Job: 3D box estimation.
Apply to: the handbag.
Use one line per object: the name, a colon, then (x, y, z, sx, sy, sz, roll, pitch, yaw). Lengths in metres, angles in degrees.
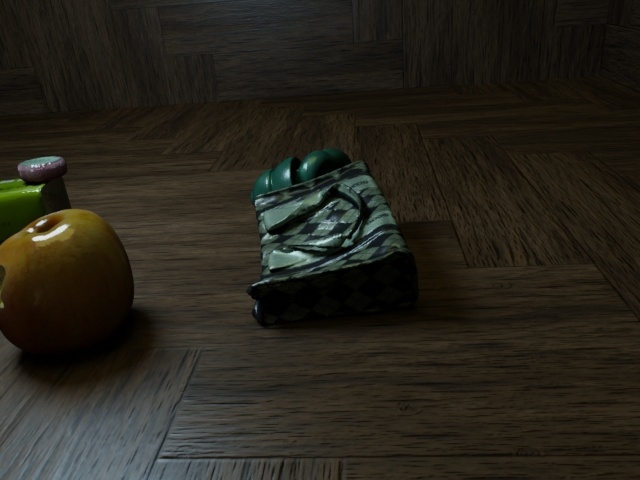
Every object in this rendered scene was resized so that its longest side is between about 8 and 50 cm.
handbag: (0.000, 0.000, 1.157, 0.317, 0.180, 0.416, -14, 31, 0)

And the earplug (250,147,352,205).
earplug: (-0.049, -0.153, 1.481, 0.280, 0.163, 0.257, -14, 18, 7)

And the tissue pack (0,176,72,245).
tissue pack: (-0.742, -0.031, 1.298, 0.275, 0.200, 0.167, -7, 24, -3)

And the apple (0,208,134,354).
apple: (-0.460, 0.069, 0.988, 0.242, 0.241, 0.242, -2, 27, 1)

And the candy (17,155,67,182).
candy: (-0.636, -0.163, 1.271, 0.103, 0.043, 0.103, -4, 20, 1)
